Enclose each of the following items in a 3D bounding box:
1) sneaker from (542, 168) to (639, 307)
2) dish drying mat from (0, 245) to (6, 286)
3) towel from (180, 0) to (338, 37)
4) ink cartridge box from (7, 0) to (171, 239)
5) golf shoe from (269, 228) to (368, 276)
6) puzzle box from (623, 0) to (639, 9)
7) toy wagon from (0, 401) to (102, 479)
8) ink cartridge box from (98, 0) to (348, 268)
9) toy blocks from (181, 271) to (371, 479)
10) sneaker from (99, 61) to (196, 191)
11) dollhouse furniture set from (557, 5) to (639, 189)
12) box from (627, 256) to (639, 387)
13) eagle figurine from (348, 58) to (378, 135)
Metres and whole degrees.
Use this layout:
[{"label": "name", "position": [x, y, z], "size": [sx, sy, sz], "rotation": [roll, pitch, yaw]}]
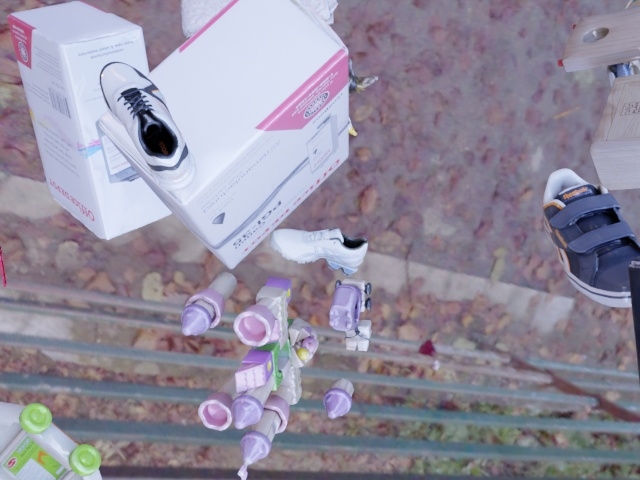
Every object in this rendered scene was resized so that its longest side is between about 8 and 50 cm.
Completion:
[{"label": "sneaker", "position": [0.456, -0.014, 1.377], "size": [0.126, 0.321, 0.128], "rotation": [-18, 120, -2]}, {"label": "dish drying mat", "position": [-0.618, 0.051, 1.578], "size": [0.008, 0.032, 0.083], "rotation": [-8, 134, -19]}, {"label": "towel", "position": [-0.113, -0.460, 1.434], "size": [0.282, 0.049, 0.187], "rotation": [-5, 79, 5]}, {"label": "ink cartridge box", "position": [-0.352, -0.190, 1.245], "size": [0.131, 0.226, 0.306], "rotation": [-25, 128, -30]}, {"label": "golf shoe", "position": [0.000, 0.000, 1.423], "size": [0.176, 0.069, 0.086], "rotation": [14, 134, -21]}, {"label": "puzzle box", "position": [0.797, -0.561, 1.714], "size": [0.052, 0.409, 0.272], "rotation": [36, 82, -11]}, {"label": "toy wagon", "position": [-0.571, 0.401, 1.542], "size": [0.344, 0.267, 0.068], "rotation": [43, 34, -5]}, {"label": "ink cartridge box", "position": [-0.077, -0.103, 0.832], "size": [0.207, 0.283, 0.117], "rotation": [-44, 79, -7]}, {"label": "toy blocks", "position": [-0.085, 0.230, 1.397], "size": [0.260, 0.308, 0.289], "rotation": [-57, 147, -62]}, {"label": "sneaker", "position": [-0.121, -0.087, 0.565], "size": [0.040, 0.109, 0.044], "rotation": [-33, 163, -10]}, {"label": "dollhouse furniture set", "position": [0.253, -0.079, 0.622], "size": [0.129, 0.128, 0.184], "rotation": [58, 47, -33]}, {"label": "box", "position": [0.636, 0.244, 0.907], "size": [0.297, 0.471, 0.480], "rotation": [-9, 95, -22]}, {"label": "eagle figurine", "position": [-0.008, -0.301, 1.741], "size": [0.298, 0.225, 0.226], "rotation": [-30, 138, -45]}]
